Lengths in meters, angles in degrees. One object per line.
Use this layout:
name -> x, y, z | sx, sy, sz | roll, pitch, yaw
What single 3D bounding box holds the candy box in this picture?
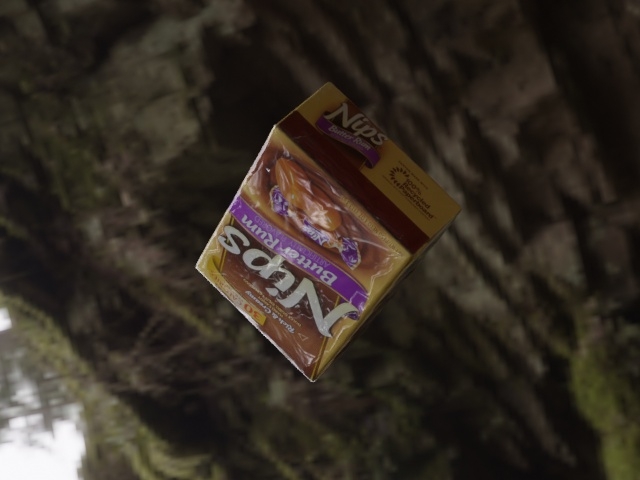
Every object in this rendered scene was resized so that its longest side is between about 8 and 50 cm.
candy box -> 0.000, 0.000, 1.139 | 0.109, 0.186, 0.053 | 44, -121, 7
